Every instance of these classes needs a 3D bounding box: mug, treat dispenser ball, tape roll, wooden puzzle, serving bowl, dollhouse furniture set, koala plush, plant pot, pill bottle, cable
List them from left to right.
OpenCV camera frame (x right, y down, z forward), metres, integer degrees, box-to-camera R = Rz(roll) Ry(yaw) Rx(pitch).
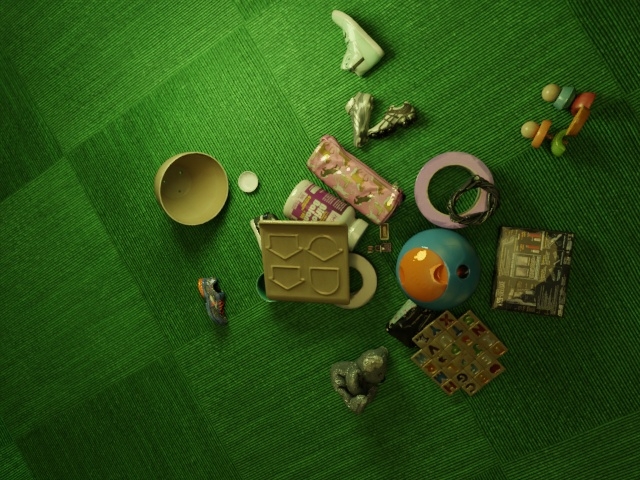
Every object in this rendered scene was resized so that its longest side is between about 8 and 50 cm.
[{"bbox_3d":[-0.540,-0.218,1.814,0.191,0.284,0.283,20,100,45],"label":"plant pot"},{"bbox_3d":[-0.290,-0.238,1.857,0.084,0.027,0.083,1,94,13],"label":"serving bowl"},{"bbox_3d":[-0.168,0.170,1.826,0.158,0.097,0.129,-19,90,12],"label":"mug"},{"bbox_3d":[-0.051,0.075,1.676,0.323,0.080,0.347,2,117,12],"label":"wooden puzzle"},{"bbox_3d":[0.025,-0.088,1.728,0.302,0.169,0.169,32,100,9],"label":"pill bottle"},{"bbox_3d":[0.113,0.152,1.777,0.220,0.072,0.218,1,95,12],"label":"tape roll"},{"bbox_3d":[0.167,0.498,1.737,0.203,0.196,0.221,46,106,16],"label":"koala plush"},{"bbox_3d":[0.220,-0.008,1.735,0.091,0.081,0.114,-1,94,12],"label":"dollhouse furniture set"},{"bbox_3d":[0.411,0.101,1.598,0.289,0.288,0.287,1,95,12],"label":"treat dispenser ball"},{"bbox_3d":[0.483,-0.181,1.662,0.275,0.090,0.274,1,94,13],"label":"tape roll"},{"bbox_3d":[0.532,-0.127,1.592,0.151,0.047,0.184,42,99,1],"label":"cable"}]

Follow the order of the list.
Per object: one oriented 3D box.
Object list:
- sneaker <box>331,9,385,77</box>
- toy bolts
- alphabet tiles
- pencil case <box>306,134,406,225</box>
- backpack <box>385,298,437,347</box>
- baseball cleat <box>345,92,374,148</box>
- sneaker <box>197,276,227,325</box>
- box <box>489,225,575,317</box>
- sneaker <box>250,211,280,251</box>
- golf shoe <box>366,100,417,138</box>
[{"bbox_3d":[0.099,-0.728,1.701,0.151,0.094,0.256,-45,83,15],"label":"sneaker"},{"bbox_3d":[0.797,-0.432,1.530,0.159,0.218,0.228,29,82,15],"label":"toy bolts"},{"bbox_3d":[0.514,0.420,1.689,0.285,0.011,0.342,-43,103,11],"label":"alphabet tiles"},{"bbox_3d":[0.128,-0.226,1.701,0.386,0.160,0.167,38,93,8],"label":"pencil case"},{"bbox_3d":[0.347,0.296,1.713,0.152,0.115,0.182,34,107,-12],"label":"backpack"},{"bbox_3d":[0.140,-0.456,1.736,0.110,0.072,0.205,18,96,26],"label":"baseball cleat"},{"bbox_3d":[-0.435,0.251,1.902,0.087,0.083,0.221,-22,93,5],"label":"sneaker"},{"bbox_3d":[0.751,0.109,1.632,0.243,0.076,0.307,5,95,12],"label":"box"},{"bbox_3d":[-0.186,-0.015,1.815,0.121,0.079,0.216,-30,78,12],"label":"sneaker"},{"bbox_3d":[0.258,-0.448,1.705,0.198,0.077,0.093,-23,78,6],"label":"golf shoe"}]
